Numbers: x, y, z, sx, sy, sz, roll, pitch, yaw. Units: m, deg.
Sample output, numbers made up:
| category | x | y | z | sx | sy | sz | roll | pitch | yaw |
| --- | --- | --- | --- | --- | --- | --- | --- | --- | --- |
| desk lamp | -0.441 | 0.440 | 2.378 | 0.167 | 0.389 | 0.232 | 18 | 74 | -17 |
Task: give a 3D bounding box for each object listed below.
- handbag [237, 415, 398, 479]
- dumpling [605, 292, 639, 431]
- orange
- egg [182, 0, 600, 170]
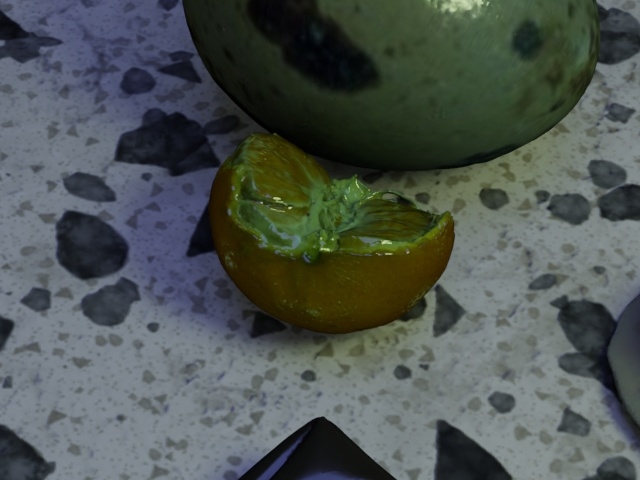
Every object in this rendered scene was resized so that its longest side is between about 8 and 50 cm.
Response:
| category | x | y | z | sx | sy | sz | roll | pitch | yaw |
| --- | --- | --- | --- | --- | --- | --- | --- | --- | --- |
| handbag | -0.002 | 0.316 | 1.625 | 0.257 | 0.113 | 0.285 | -35 | 60 | -18 |
| dumpling | 0.389 | 0.070 | 1.803 | 0.204 | 0.163 | 0.293 | 38 | 71 | 20 |
| orange | 0.001 | 0.006 | 1.827 | 0.237 | 0.158 | 0.179 | 20 | 16 | 7 |
| egg | 0.070 | -0.237 | 1.921 | 0.428 | 0.345 | 0.345 | 26 | 54 | 0 |
